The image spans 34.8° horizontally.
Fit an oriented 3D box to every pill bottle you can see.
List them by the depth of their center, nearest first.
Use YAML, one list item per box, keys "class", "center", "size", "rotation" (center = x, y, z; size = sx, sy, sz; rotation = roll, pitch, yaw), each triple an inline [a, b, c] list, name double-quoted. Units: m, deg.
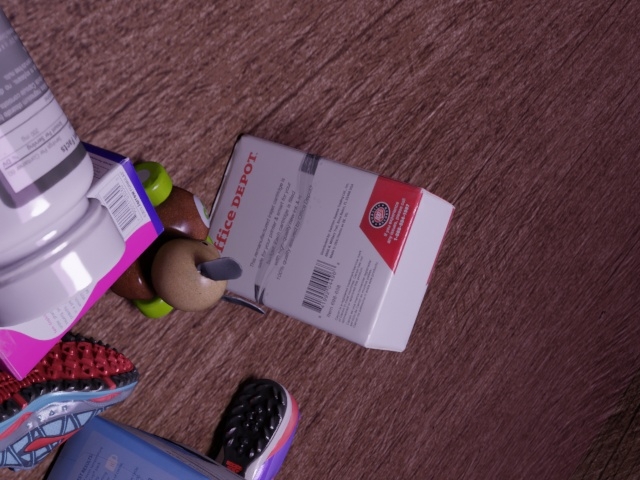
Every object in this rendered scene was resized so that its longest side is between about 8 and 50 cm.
- class: "pill bottle"
  center: [-0.290, -0.080, 0.840]
  size: [0.161, 0.161, 0.283]
  rotation: [-43, 116, -35]

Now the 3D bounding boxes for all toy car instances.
- class: "toy car"
  center: [-0.144, 0.022, 1.157]
  size: [0.149, 0.188, 0.155]
  rotation: [-54, 144, -22]

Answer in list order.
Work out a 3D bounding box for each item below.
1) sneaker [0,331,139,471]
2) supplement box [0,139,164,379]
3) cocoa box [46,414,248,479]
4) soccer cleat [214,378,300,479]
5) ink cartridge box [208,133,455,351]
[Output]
- class: "sneaker"
  center: [-0.317, 0.184, 1.105]
  size: [0.262, 0.104, 0.125]
  rotation: [-13, 134, -47]
- class: "supplement box"
  center: [-0.281, 0.012, 1.026]
  size: [0.220, 0.114, 0.111]
  rotation: [-51, 143, -28]
- class: "cocoa box"
  center: [-0.223, 0.419, 1.212]
  size: [0.228, 0.231, 0.347]
  rotation: [39, 74, -54]
- class: "soccer cleat"
  center: [-0.120, 0.354, 1.447]
  size: [0.318, 0.108, 0.116]
  rotation: [-62, 150, -16]
- class: "ink cartridge box"
  center: [0.000, 0.000, 1.280]
  size: [0.114, 0.273, 0.197]
  rotation: [19, 91, -60]
